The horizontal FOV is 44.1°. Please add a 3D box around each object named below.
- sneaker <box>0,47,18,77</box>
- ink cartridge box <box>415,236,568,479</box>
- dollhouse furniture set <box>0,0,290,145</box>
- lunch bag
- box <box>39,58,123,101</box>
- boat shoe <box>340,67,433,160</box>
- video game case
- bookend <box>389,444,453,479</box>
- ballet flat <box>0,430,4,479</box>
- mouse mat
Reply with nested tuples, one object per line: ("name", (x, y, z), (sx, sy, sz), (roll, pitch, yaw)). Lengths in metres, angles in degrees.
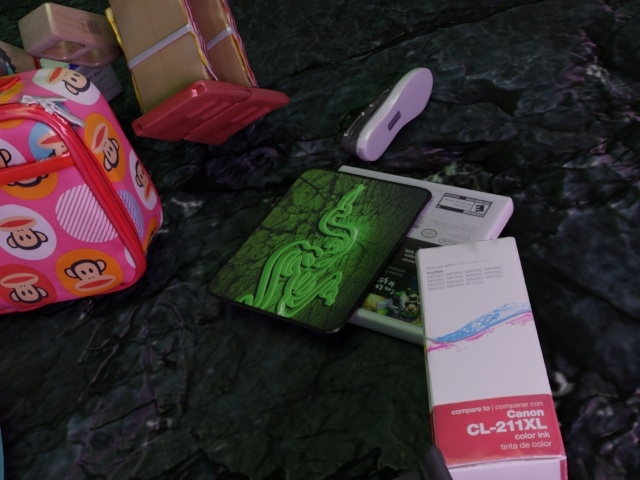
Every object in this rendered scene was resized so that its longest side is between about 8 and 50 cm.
("sneaker", (-0.418, -0.100, 0.871), (0.104, 0.262, 0.125), (39, 23, 18))
("ink cartridge box", (0.111, 0.102, 0.521), (0.072, 0.128, 0.175), (-9, 42, 11))
("dollhouse furniture set", (-0.250, -0.178, 0.932), (0.374, 0.152, 0.201), (-23, 81, 29))
("lunch bag", (-0.324, -0.055, 0.768), (0.292, 0.258, 0.120), (-10, 38, 14))
("box", (-0.372, -0.217, 1.106), (0.137, 0.072, 0.126), (23, 56, 39))
("boat shoe", (0.073, -0.143, 0.864), (0.040, 0.049, 0.142), (18, 56, 37))
("video game case", (0.056, 0.005, 0.731), (0.190, 0.022, 0.173), (15, 51, 33))
("bookend", (0.019, 0.208, 0.423), (0.156, 0.157, 0.072), (-22, 40, -2))
("ballet flat", (-0.295, 0.255, 0.516), (0.182, 0.164, 0.483), (-40, 44, 1))
("mouse mat", (0.000, 0.000, 0.736), (0.152, 0.007, 0.190), (14, 52, 32))
